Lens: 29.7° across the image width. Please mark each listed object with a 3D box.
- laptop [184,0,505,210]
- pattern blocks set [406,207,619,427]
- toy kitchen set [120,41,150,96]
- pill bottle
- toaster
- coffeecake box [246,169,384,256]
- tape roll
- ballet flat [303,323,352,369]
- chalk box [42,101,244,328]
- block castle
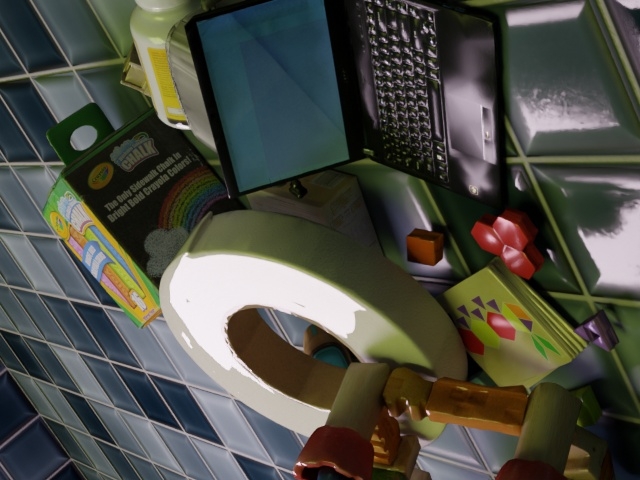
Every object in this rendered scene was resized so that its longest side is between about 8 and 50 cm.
[{"bbox_3d":[0.030,-0.120,1.168,0.264,0.136,0.234,24,145,30],"label":"laptop"},{"bbox_3d":[0.203,0.093,1.326,0.285,0.026,0.325,51,154,-7],"label":"pattern blocks set"},{"bbox_3d":[-0.201,-0.226,1.533,0.083,0.075,0.068,22,116,-17],"label":"toy kitchen set"},{"bbox_3d":[-0.159,-0.225,1.380,0.103,0.103,0.184,30,148,33],"label":"pill bottle"},{"bbox_3d":[-0.074,-0.163,1.311,0.146,0.129,0.227,34,152,36],"label":"toaster"},{"bbox_3d":[0.000,0.000,1.470,0.142,0.068,0.185,18,140,43],"label":"coffeecake box"},{"bbox_3d":[-0.013,0.118,1.463,0.392,0.072,0.392,21,146,14],"label":"tape roll"},{"bbox_3d":[0.030,0.209,1.718,0.073,0.080,0.232,-119,10,-54],"label":"ballet flat"},{"bbox_3d":[-0.261,-0.054,1.676,0.289,0.180,0.179,51,153,0],"label":"chalk box"},{"bbox_3d":[0.170,0.354,1.389,0.303,0.213,0.453,6,141,24],"label":"block castle"}]
